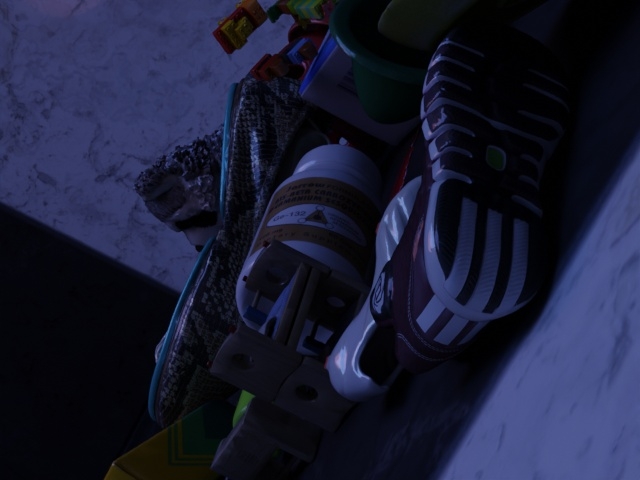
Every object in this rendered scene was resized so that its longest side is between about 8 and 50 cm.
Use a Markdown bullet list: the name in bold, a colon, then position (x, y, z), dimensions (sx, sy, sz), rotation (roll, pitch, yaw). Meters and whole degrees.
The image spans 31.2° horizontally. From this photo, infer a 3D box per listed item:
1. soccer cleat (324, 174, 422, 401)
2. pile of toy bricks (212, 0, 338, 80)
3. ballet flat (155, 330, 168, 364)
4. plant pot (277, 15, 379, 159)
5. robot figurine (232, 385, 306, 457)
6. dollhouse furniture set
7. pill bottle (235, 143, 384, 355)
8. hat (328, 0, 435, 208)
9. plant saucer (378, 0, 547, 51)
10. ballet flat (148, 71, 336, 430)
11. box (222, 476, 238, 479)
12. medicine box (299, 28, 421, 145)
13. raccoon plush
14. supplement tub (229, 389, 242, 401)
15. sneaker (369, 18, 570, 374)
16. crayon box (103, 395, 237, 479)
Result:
- **soccer cleat**: position (0.067, 0.037, 0.898), dimensions (0.076, 0.068, 0.196), rotation (-8, 54, 63)
- **pile of toy bricks**: position (-0.013, -0.276, 1.324), dimensions (0.212, 0.118, 0.105), rotation (-49, 32, -18)
- **ballet flat**: position (-0.198, 0.163, 1.873), dimensions (0.400, 0.139, 0.139), rotation (-52, 12, 41)
- **plant pot**: position (0.008, -0.211, 1.628), dimensions (0.191, 0.191, 0.174), rotation (138, 155, -69)
- **robot figurine**: position (-0.051, 0.172, 1.181), dimensions (0.115, 0.067, 0.101), rotation (-74, -16, -54)
- **dollhouse furniture set**: position (-0.044, 0.122, 1.069), dimensions (0.184, 0.129, 0.129), rotation (-56, 9, 40)
- **pill bottle**: position (0.000, 0.000, 1.196), dimensions (0.131, 0.131, 0.229), rotation (-57, 9, 36)
- **hat**: position (0.078, -0.136, 1.169), dimensions (0.208, 0.173, 0.184), rotation (-38, -30, -39)
- **plant saucer**: position (0.155, -0.207, 0.862), dimensions (0.241, 0.037, 0.241), rotation (-30, -4, -2)
- **ballet flat**: position (-0.065, 0.007, 1.379), dimensions (0.164, 0.182, 0.483), rotation (76, -156, -63)
- **box**: position (-0.104, 0.325, 1.057), dimensions (0.175, 0.051, 0.220), rotation (-61, 7, 12)
- **medicine box**: position (0.123, -0.299, 1.356), dimensions (0.289, 0.149, 0.263), rotation (-66, 8, -20)
- **raccoon plush**: position (-0.132, -0.202, 1.815), dimensions (0.216, 0.299, 0.447), rotation (119, 157, -73)
- **supplement tub**: position (-0.108, 0.100, 1.532), dimensions (0.200, 0.144, 0.144), rotation (-63, 7, -2)
- **sneaker**: position (0.088, -0.026, 0.805), dimensions (0.162, 0.106, 0.281), rotation (121, 172, -45)
- **crayon box**: position (-0.175, 0.294, 1.171), dimensions (0.202, 0.081, 0.318), rotation (-60, -11, 13)
